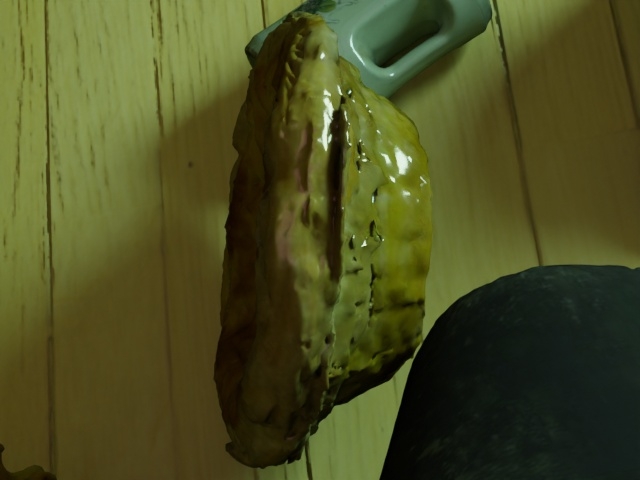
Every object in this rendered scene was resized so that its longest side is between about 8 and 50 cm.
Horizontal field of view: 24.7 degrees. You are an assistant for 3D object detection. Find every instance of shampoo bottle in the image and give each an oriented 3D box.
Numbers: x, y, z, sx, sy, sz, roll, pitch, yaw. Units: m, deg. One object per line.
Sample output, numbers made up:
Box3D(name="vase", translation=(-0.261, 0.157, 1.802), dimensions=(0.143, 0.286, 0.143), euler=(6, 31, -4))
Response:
Box3D(name="shampoo bottle", translation=(0.061, -0.186, 1.211), dimensions=(0.234, 0.087, 0.118), euler=(-38, 67, -6))

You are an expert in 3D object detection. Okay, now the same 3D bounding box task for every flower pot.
Box3D(name="flower pot", translation=(0.170, 0.164, 0.911), dimensions=(0.379, 0.379, 0.251), euler=(-8, 47, 8))

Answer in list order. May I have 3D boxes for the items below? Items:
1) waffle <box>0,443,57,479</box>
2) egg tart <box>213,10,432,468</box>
Box3D(name="waffle", translation=(-0.245, 0.289, 0.990), dimensions=(0.302, 0.068, 0.325), euler=(8, 88, -19))
Box3D(name="egg tart", translation=(0.001, 0.000, 1.029), dimensions=(0.129, 0.341, 0.341), euler=(4, 66, -7))
